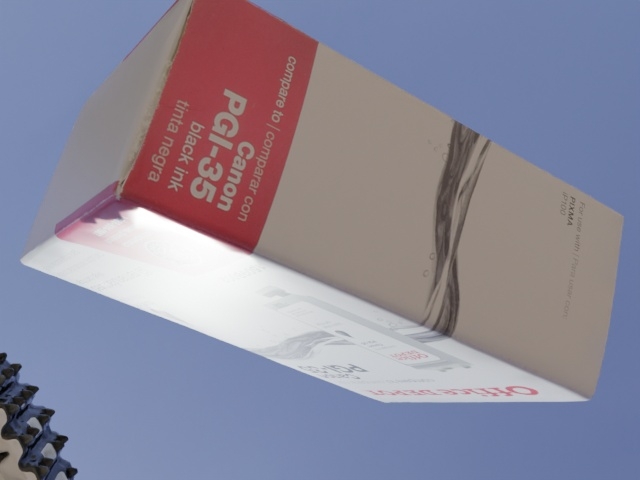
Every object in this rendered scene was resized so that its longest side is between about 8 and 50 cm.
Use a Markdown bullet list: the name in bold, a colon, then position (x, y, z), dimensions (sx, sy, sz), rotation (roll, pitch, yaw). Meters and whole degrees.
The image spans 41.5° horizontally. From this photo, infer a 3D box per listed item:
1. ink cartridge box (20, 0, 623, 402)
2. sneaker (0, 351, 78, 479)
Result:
- **ink cartridge box**: position (0.000, 0.000, 0.491), dimensions (0.283, 0.207, 0.117), rotation (25, -111, -24)
- **sneaker**: position (-0.173, 0.173, 0.449), dimensions (0.106, 0.234, 0.078), rotation (-21, -177, -7)
